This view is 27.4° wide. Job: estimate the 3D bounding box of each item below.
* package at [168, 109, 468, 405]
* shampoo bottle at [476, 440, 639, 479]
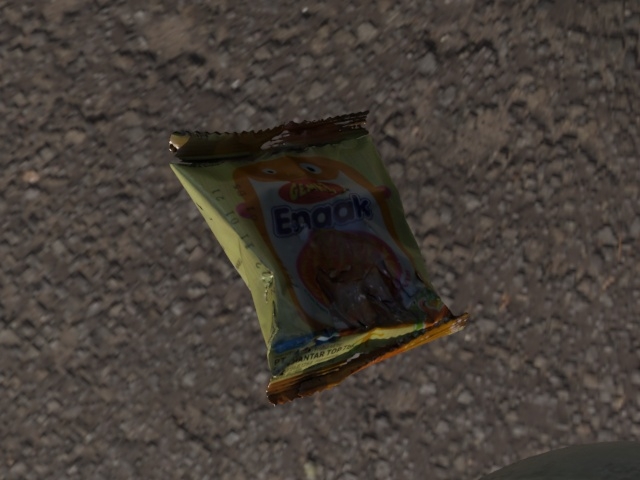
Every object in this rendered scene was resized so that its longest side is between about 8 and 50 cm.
[{"bbox_3d":[0.001,0.002,0.555,0.031,0.108,0.120,-44,64,47],"label":"package"},{"bbox_3d":[0.161,0.269,0.697,0.322,0.317,0.322,-6,78,30],"label":"shampoo bottle"}]
